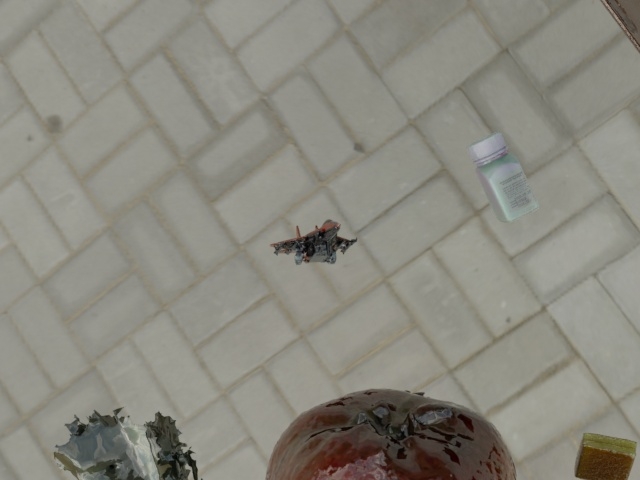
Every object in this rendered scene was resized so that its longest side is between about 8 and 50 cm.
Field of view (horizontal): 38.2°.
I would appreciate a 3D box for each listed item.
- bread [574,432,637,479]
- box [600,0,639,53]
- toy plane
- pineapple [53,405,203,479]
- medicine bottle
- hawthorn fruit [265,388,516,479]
[{"bbox_3d":[0.480,0.370,1.560,0.090,0.035,0.095,9,132,12],"label":"bread"},{"bbox_3d":[0.565,-0.429,1.269,0.339,0.229,0.239,-38,93,8],"label":"box"},{"bbox_3d":[0.000,0.004,1.317,0.130,0.189,0.061,0,87,-15],"label":"toy plane"},{"bbox_3d":[-0.026,0.245,0.463,0.175,0.175,0.361,-43,68,14],"label":"pineapple"},{"bbox_3d":[0.249,-0.087,1.276,0.055,0.074,0.118,-27,95,2],"label":"medicine bottle"},{"bbox_3d":[0.064,0.342,1.015,0.284,0.284,0.369,18,106,13],"label":"hawthorn fruit"}]
